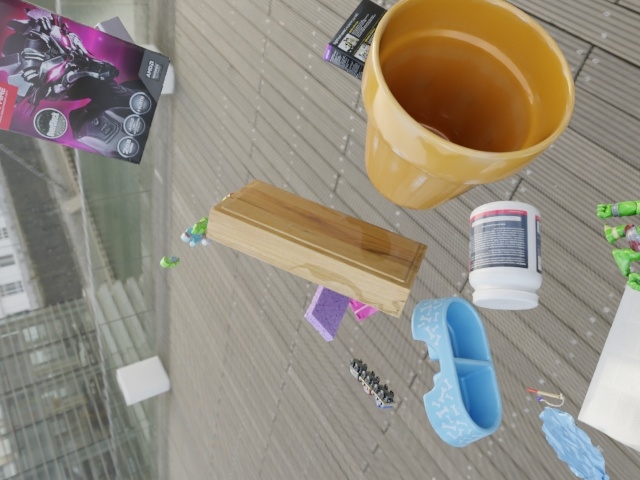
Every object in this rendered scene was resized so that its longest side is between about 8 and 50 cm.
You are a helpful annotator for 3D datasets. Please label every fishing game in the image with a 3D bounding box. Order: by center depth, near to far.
[{"bbox_3d":[0.556,0.444,1.135,0.264,0.041,0.189,65,168,4],"label":"fishing game"}]

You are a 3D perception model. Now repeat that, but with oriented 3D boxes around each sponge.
[{"bbox_3d":[0.030,0.200,1.637,0.031,0.210,0.117,-26,113,37],"label":"sponge"}]

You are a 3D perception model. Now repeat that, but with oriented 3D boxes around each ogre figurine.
[{"bbox_3d":[0.653,-0.005,1.055,0.118,0.097,0.197,-30,35,37],"label":"ogre figurine"}]

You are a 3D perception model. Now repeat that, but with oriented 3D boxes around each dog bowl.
[{"bbox_3d":[0.275,0.248,1.034,0.074,0.166,0.297,-32,54,42],"label":"dog bowl"}]

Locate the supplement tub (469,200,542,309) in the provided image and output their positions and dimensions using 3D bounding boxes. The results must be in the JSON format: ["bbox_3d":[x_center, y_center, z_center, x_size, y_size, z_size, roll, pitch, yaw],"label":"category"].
[{"bbox_3d":[0.512,0.044,1.444,0.191,0.191,0.272,-23,57,58],"label":"supplement tub"}]

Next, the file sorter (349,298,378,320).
[{"bbox_3d":[0.167,0.143,2.111,0.290,0.202,0.182,62,-179,19],"label":"file sorter"}]

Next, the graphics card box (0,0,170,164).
[{"bbox_3d":[-0.499,-0.304,0.981,0.094,0.371,0.232,34,106,52],"label":"graphics card box"}]

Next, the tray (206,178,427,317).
[{"bbox_3d":[0.000,0.000,1.065,0.411,0.203,0.076,23,120,10],"label":"tray"}]

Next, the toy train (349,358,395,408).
[{"bbox_3d":[0.088,0.253,0.916,0.158,0.027,0.036,-149,66,-67],"label":"toy train"}]

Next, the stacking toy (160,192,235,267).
[{"bbox_3d":[-0.302,-0.027,1.317,0.052,0.221,0.167,46,121,-1],"label":"stacking toy"}]

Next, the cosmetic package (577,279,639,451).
[{"bbox_3d":[0.756,0.282,1.149,0.284,0.098,0.377,175,117,-84],"label":"cosmetic package"}]

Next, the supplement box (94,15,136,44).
[{"bbox_3d":[-0.630,-0.532,1.513,0.239,0.073,0.130,-12,117,41],"label":"supplement box"}]

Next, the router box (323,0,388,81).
[{"bbox_3d":[0.106,-0.412,1.084,0.133,0.179,0.046,31,152,1],"label":"router box"}]

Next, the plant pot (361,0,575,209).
[{"bbox_3d":[0.134,-0.131,0.581,0.205,0.205,0.188,64,162,17],"label":"plant pot"}]
